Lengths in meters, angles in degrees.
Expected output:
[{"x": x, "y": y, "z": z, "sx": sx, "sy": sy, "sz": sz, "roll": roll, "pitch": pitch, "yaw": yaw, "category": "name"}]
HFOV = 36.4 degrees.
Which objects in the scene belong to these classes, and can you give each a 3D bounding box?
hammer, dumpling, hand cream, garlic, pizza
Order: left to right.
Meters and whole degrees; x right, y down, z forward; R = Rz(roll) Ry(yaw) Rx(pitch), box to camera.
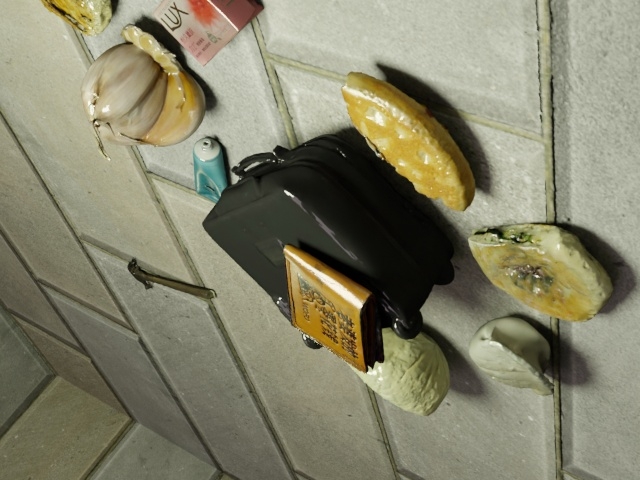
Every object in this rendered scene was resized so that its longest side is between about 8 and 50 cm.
[{"x": -0.292, "y": -0.234, "z": 1.518, "sx": 0.207, "sy": 0.256, "sz": 0.207, "roll": 2, "pitch": 112, "yaw": 6, "category": "garlic"}, {"x": -0.353, "y": 0.103, "z": 2.314, "sx": 0.297, "sy": 0.027, "sz": 0.125, "roll": 13, "pitch": 149, "yaw": 41, "category": "hammer"}, {"x": -0.199, "y": -0.119, "z": 1.755, "sx": 0.083, "sy": 0.048, "sz": 0.224, "roll": 29, "pitch": 157, "yaw": 12, "category": "hand cream"}, {"x": 0.125, "y": -0.137, "z": 1.291, "sx": 0.246, "sy": 0.058, "sz": 0.127, "roll": 40, "pitch": 153, "yaw": -8, "category": "pizza"}, {"x": 0.311, "y": 0.184, "z": 1.529, "sx": 0.150, "sy": 0.092, "sz": 0.176, "roll": 34, "pitch": 155, "yaw": 15, "category": "dumpling"}]

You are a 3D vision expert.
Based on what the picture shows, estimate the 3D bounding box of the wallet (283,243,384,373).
[{"x": 0.016, "y": 0.105, "z": 1.434, "sx": 0.161, "sy": 0.042, "sz": 0.195, "roll": 29, "pitch": 150, "yaw": 25, "category": "wallet"}]

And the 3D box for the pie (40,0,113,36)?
[{"x": -0.429, "y": -0.435, "z": 1.521, "sx": 0.274, "sy": 0.055, "sz": 0.274, "roll": 35, "pitch": 157, "yaw": 17, "category": "pie"}]

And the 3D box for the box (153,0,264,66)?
[{"x": -0.161, "y": -0.321, "z": 1.360, "sx": 0.111, "sy": 0.060, "sz": 0.156, "roll": 45, "pitch": 152, "yaw": -11, "category": "box"}]

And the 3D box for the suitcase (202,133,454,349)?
[{"x": 0.000, "y": 0.000, "z": 1.523, "sx": 0.339, "sy": 0.188, "sz": 0.345, "roll": 45, "pitch": 155, "yaw": -16, "category": "suitcase"}]

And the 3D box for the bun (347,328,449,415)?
[{"x": 0.136, "y": 0.210, "z": 1.747, "sx": 0.220, "sy": 0.134, "sz": 0.220, "roll": 36, "pitch": -178, "yaw": -1, "category": "bun"}]

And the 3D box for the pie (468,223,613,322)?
[{"x": 0.313, "y": 0.046, "z": 1.358, "sx": 0.185, "sy": 0.052, "sz": 0.218, "roll": 45, "pitch": 156, "yaw": -25, "category": "pie"}]
